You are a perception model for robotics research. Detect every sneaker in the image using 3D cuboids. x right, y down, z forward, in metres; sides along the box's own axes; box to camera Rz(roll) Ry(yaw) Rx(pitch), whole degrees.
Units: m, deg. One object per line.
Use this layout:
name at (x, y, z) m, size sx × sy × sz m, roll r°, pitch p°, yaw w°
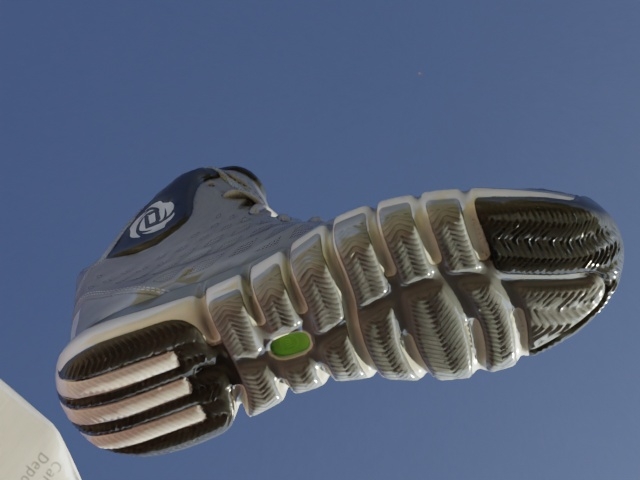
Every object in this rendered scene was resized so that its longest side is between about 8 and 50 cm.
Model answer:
sneaker at (0.000, 0.000, 0.681) m, size 0.228 × 0.132 × 0.086 m, roll -14°, pitch -56°, yaw 0°

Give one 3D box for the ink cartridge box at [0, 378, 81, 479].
ink cartridge box at (-0.106, 0.076, 0.497) m, size 0.224 × 0.181 × 0.056 m, roll 43°, pitch -108°, yaw -26°
